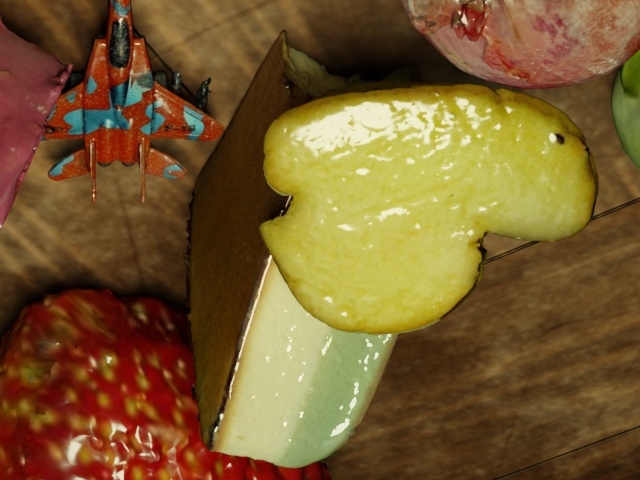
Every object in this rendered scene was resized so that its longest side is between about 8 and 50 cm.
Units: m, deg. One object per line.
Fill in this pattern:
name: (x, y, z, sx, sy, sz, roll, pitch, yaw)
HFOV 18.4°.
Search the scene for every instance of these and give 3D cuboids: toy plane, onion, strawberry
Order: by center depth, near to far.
onion: (0.127, -0.150, 1.079, 0.159, 0.159, 0.195, -28, 144, 24)
toy plane: (-0.120, -0.099, 1.175, 0.130, 0.061, 0.189, 0, 134, -6)
strawberry: (-0.131, 0.207, 1.360, 0.292, 0.292, 0.343, -17, 141, 13)

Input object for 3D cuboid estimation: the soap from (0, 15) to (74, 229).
soap: (-0.300, -0.083, 1.077, 0.289, 0.182, 0.112, 27, 133, -11)

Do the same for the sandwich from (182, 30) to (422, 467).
sandwich: (0.000, 0.000, 1.179, 0.108, 0.220, 0.186, 15, 135, -21)

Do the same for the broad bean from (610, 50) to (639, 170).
broad bean: (0.257, -0.089, 1.205, 0.169, 0.100, 0.228, -21, 139, 26)

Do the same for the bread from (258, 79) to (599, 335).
bread: (0.059, -0.023, 1.104, 0.188, 0.065, 0.149, -3, 112, -4)
